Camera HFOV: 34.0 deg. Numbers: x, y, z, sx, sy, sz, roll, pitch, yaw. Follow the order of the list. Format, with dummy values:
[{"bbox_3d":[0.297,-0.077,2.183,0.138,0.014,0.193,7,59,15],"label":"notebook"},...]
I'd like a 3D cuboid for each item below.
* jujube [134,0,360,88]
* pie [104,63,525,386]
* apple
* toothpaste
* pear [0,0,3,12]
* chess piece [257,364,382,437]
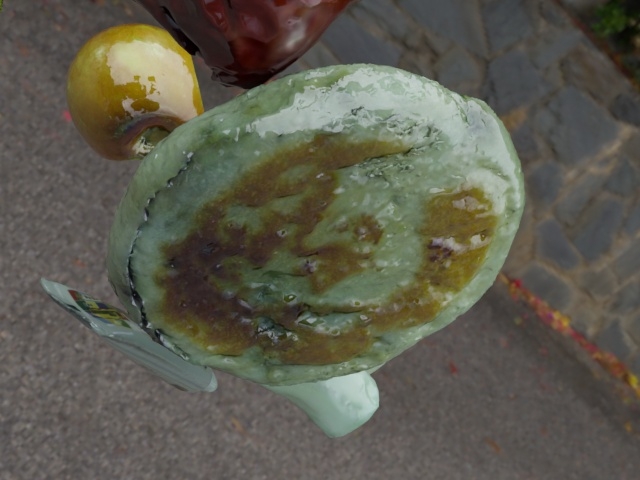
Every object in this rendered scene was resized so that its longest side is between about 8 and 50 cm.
[{"bbox_3d":[-0.099,-0.237,0.533,0.342,0.216,0.216,54,19,0],"label":"jujube"},{"bbox_3d":[0.000,0.000,0.583,0.240,0.240,0.054,32,27,-41],"label":"pie"},{"bbox_3d":[-0.202,-0.152,1.151,0.147,0.146,0.163,-117,-165,-47],"label":"apple"},{"bbox_3d":[-0.136,0.085,0.822,0.067,0.037,0.255,37,-5,26],"label":"toothpaste"},{"bbox_3d":[-0.283,-0.219,0.588,0.239,0.139,0.288,23,-4,32],"label":"pear"},{"bbox_3d":[-0.010,0.048,0.805,0.175,0.176,0.298,50,14,1],"label":"chess piece"}]
